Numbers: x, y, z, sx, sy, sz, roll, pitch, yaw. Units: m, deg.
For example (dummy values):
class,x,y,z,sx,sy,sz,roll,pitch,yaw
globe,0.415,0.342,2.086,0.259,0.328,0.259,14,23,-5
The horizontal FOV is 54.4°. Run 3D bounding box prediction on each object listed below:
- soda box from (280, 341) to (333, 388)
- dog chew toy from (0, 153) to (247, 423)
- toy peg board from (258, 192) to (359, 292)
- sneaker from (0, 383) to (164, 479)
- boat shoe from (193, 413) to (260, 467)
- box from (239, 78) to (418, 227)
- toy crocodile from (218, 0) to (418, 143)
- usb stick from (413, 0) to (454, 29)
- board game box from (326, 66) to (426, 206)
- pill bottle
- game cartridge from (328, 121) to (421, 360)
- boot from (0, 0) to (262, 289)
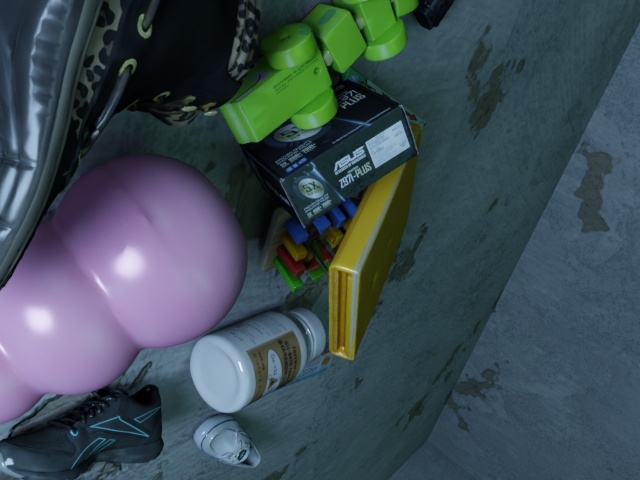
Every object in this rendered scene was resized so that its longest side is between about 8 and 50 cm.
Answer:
class,x,y,z,sx,sy,sz,roll,pitch,yaw
soda box,-0.045,0.252,1.302,0.183,0.058,0.062,-3,123,-57
dog chew toy,-0.239,0.057,0.625,0.332,0.206,0.206,-36,148,-19
toy peg board,0.000,0.000,0.997,0.161,0.079,0.160,-24,155,-29
sneaker,-0.320,0.255,0.848,0.267,0.101,0.106,15,86,-61
boat shoe,-0.173,0.407,1.248,0.083,0.076,0.226,-52,153,-8
box,0.008,-0.120,0.811,0.180,0.147,0.077,-33,126,-9
toy crocodile,0.006,-0.250,0.785,0.340,0.105,0.115,-45,136,-13
usb stick,0.236,-0.461,0.971,0.278,0.045,0.077,-57,160,3
board game box,0.054,-0.148,1.027,0.317,0.046,0.213,8,113,-61
pill bottle,-0.097,0.193,1.070,0.229,0.131,0.131,-17,134,-51
game cartridge,0.091,-0.001,1.037,0.285,0.053,0.323,89,21,-54
boot,-0.180,-0.121,0.500,0.377,0.138,0.284,-68,170,11
